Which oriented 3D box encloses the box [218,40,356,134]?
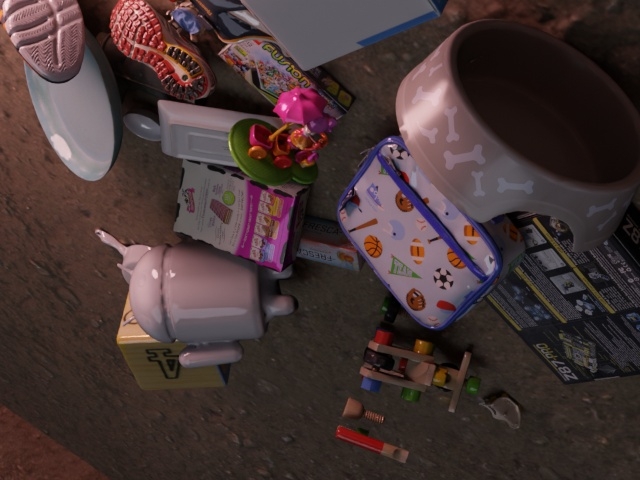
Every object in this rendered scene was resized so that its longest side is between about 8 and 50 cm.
[{"bbox_3d":[-0.054,-0.265,1.742,0.207,0.036,0.114,41,144,-16],"label":"box"}]

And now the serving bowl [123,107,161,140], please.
[{"bbox_3d":[-0.322,-0.219,1.991,0.083,0.027,0.083,18,155,9],"label":"serving bowl"}]

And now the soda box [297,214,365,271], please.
[{"bbox_3d":[0.000,0.000,2.017,0.183,0.063,0.058,14,141,22],"label":"soda box"}]

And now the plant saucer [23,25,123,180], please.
[{"bbox_3d":[-0.431,-0.261,1.900,0.318,0.044,0.317,33,134,41],"label":"plant saucer"}]

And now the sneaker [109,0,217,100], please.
[{"bbox_3d":[-0.259,-0.311,1.766,0.088,0.093,0.225,-44,80,17],"label":"sneaker"}]

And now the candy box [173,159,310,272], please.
[{"bbox_3d":[-0.147,-0.058,1.979,0.233,0.071,0.159,21,117,17],"label":"candy box"}]

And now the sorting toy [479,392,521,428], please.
[{"bbox_3d":[0.367,0.349,2.227,0.083,0.045,0.075,41,151,-18],"label":"sorting toy"}]

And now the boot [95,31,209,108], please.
[{"bbox_3d":[-0.295,-0.268,1.891,0.209,0.076,0.189,17,145,6],"label":"boot"}]

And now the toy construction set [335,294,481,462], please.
[{"bbox_3d":[0.185,0.285,2.067,0.237,0.308,0.257,20,153,4],"label":"toy construction set"}]

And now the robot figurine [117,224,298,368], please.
[{"bbox_3d":[-0.223,0.101,2.128,0.354,0.299,0.200,-2,173,3],"label":"robot figurine"}]

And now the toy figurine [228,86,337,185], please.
[{"bbox_3d":[-0.035,-0.175,1.731,0.173,0.130,0.159,20,141,-27],"label":"toy figurine"}]

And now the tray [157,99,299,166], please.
[{"bbox_3d":[-0.150,-0.169,1.877,0.270,0.030,0.145,9,144,2],"label":"tray"}]

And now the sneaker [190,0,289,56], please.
[{"bbox_3d":[-0.153,-0.372,1.585,0.321,0.126,0.127,26,131,2],"label":"sneaker"}]

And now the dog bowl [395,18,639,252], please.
[{"bbox_3d":[0.276,-0.150,1.407,0.349,0.348,0.102,31,134,-3],"label":"dog bowl"}]

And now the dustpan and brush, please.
[{"bbox_3d":[-0.412,0.045,2.385,0.211,0.060,0.147,29,135,-10],"label":"dustpan and brush"}]

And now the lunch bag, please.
[{"bbox_3d":[0.169,-0.028,1.720,0.303,0.115,0.243,51,136,13],"label":"lunch bag"}]

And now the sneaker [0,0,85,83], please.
[{"bbox_3d":[-0.493,-0.380,1.792,0.321,0.125,0.180,63,154,8],"label":"sneaker"}]

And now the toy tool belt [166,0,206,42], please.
[{"bbox_3d":[-0.219,-0.359,1.725,0.083,0.051,0.052,42,143,-18],"label":"toy tool belt"}]

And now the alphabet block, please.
[{"bbox_3d":[-0.305,0.195,2.329,0.197,0.192,0.193,-3,136,11],"label":"alphabet block"}]

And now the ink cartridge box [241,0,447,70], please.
[{"bbox_3d":[0.074,-0.372,1.278,0.223,0.307,0.129,-15,129,45],"label":"ink cartridge box"}]

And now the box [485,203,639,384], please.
[{"bbox_3d":[0.427,0.072,1.780,0.395,0.097,0.318,45,141,-20],"label":"box"}]
